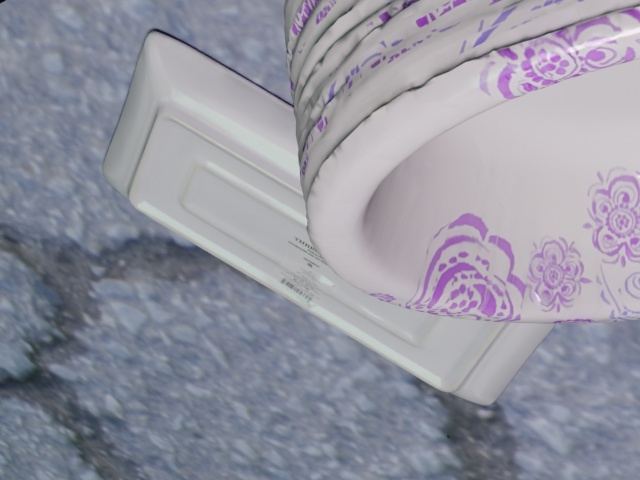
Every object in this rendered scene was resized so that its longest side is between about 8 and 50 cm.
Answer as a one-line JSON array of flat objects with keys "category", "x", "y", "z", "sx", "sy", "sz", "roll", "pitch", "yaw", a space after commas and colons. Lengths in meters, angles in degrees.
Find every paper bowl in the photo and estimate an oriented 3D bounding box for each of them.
[{"category": "paper bowl", "x": 0.128, "y": -0.080, "z": 0.686, "sx": 0.284, "sy": 0.148, "sz": 0.284, "roll": -6, "pitch": 158, "yaw": -3}]

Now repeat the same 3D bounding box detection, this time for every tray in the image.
[{"category": "tray", "x": 0.000, "y": 0.000, "z": 1.028, "sx": 0.270, "sy": 0.030, "sz": 0.145, "roll": 31, "pitch": 144, "yaw": 2}]

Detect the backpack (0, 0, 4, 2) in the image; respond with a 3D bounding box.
[{"category": "backpack", "x": -0.248, "y": -0.141, "z": 0.923, "sx": 0.117, "sy": 0.173, "sz": 0.158, "roll": 8, "pitch": 138, "yaw": 29}]
